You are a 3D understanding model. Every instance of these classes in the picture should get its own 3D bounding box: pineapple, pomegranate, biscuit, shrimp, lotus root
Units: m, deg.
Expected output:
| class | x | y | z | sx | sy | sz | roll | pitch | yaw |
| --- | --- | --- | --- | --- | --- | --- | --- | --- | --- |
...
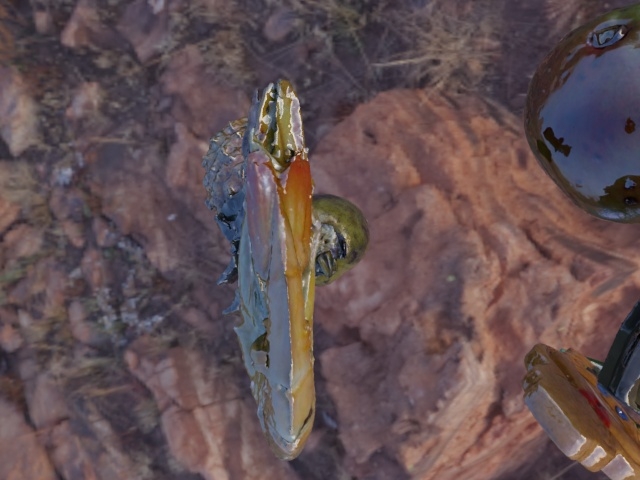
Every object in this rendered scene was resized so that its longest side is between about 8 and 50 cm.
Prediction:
| class | x | y | z | sx | sy | sz | roll | pitch | yaw |
| --- | --- | --- | --- | --- | --- | --- | --- | --- | --- |
| pineapple | -0.083 | -0.028 | 1.178 | 0.170 | 0.141 | 0.310 | 104 | 167 | -45 |
| pomegranate | 0.418 | -0.135 | 1.107 | 0.291 | 0.323 | 0.291 | -51 | 20 | 26 |
| biscuit | 0.338 | 0.211 | 1.142 | 0.047 | 0.334 | 0.202 | -44 | 63 | 18 |
| shrimp | -0.029 | 0.022 | 0.645 | 0.145 | 0.061 | 0.267 | -137 | 49 | -84 |
| lotus root | -0.001 | -0.002 | 1.432 | 0.154 | 0.278 | 0.154 | 1 | 98 | 4 |

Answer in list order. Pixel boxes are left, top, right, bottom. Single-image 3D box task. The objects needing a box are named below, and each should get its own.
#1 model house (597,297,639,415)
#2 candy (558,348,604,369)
| class | x | y | z | sx | sy | sz | roll | pitch | yaw |
| --- | --- | --- | --- | --- | --- | --- | --- | --- | --- |
| model house | 0.420 | 0.121 | 0.948 | 0.211 | 0.243 | 0.204 | 32 | 95 | 13 |
| candy | 0.638 | 0.272 | 1.710 | 0.119 | 0.439 | 0.119 | -160 | 90 | -81 |
